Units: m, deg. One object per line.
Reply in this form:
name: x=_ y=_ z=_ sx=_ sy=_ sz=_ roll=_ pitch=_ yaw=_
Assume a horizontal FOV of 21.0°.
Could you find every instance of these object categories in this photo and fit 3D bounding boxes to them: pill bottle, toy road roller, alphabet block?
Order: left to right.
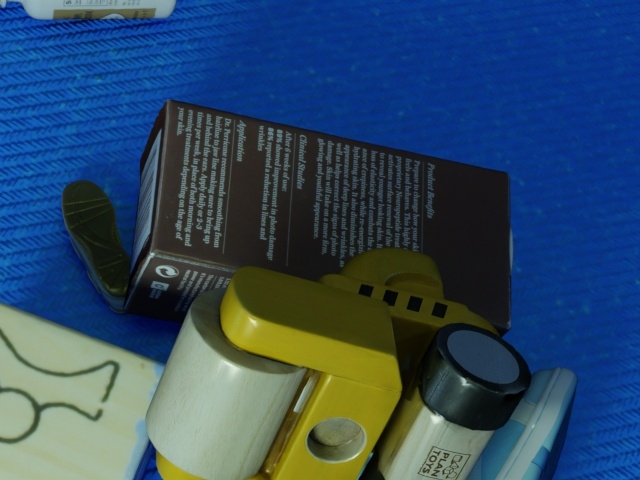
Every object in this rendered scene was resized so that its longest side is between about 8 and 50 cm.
alphabet block: x=-0.264 y=0.197 z=1.610 sx=0.197 sy=0.193 sz=0.192 roll=21 pitch=57 yaw=0
pill bottle: x=-0.280 y=-0.312 z=1.926 sx=0.229 sy=0.131 sz=0.131 roll=-2 pitch=62 yaw=-13
toy road roller: x=0.013 y=0.113 z=1.578 sx=0.329 sy=0.202 sz=0.241 roll=14 pitch=32 yaw=-17

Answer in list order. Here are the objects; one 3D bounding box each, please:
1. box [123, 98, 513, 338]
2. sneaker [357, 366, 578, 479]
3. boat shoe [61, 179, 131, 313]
box: x=0.000 y=0.000 z=1.785 sx=0.381 sy=0.143 sz=0.191 roll=11 pitch=59 yaw=-13
sneaker: x=0.125 y=0.211 z=1.732 sx=0.208 sy=0.127 sz=0.319 roll=19 pitch=41 yaw=17
boat shoe: x=-0.233 y=0.005 z=1.814 sx=0.056 sy=0.048 sz=0.153 roll=-19 pitch=62 yaw=-23
